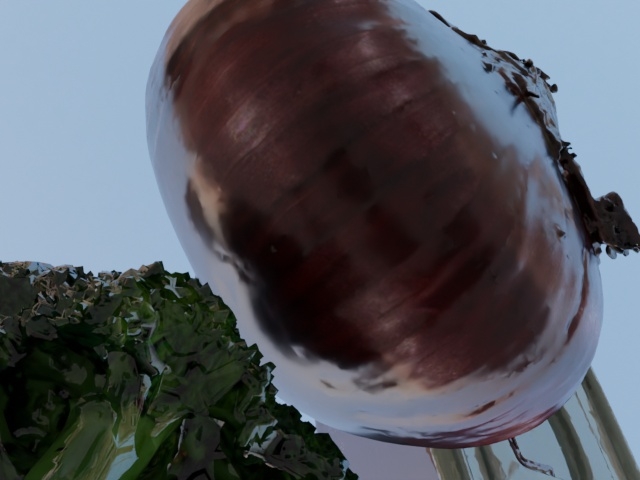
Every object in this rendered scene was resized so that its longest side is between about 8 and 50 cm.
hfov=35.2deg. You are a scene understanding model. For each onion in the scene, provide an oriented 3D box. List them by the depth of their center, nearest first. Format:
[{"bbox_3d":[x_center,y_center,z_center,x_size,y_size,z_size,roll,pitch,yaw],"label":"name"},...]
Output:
[{"bbox_3d":[0.000,0.000,0.519,0.285,0.273,0.273,-36,-99,11],"label":"onion"}]

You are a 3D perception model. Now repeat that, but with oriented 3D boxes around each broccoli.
[{"bbox_3d":[-0.124,0.132,0.337,0.297,0.297,0.298,1,-101,-6],"label":"broccoli"}]

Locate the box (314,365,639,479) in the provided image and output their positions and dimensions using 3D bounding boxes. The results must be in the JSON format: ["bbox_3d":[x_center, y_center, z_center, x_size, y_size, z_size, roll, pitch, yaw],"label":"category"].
[{"bbox_3d":[0.111,0.182,0.739,0.193,0.294,0.167,22,-57,-26],"label":"box"}]
